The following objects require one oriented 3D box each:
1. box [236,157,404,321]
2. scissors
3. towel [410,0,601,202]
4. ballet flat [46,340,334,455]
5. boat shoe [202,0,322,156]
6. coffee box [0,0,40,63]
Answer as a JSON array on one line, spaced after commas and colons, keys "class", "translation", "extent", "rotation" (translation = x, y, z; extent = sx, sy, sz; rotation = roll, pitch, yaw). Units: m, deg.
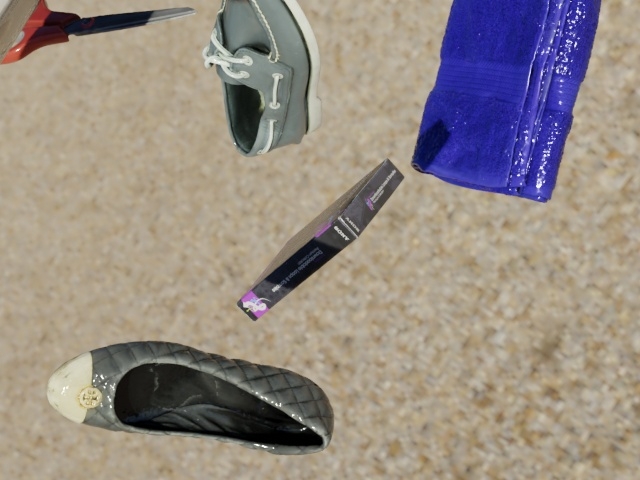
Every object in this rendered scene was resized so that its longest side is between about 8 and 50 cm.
[{"class": "box", "translation": [0.000, 0.000, 1.329], "extent": [0.162, 0.029, 0.116], "rotation": [-41, 7, 40]}, {"class": "scissors", "translation": [-0.263, -0.218, 1.525], "extent": [0.297, 0.021, 0.109], "rotation": [13, 57, 36]}, {"class": "towel", "translation": [0.221, -0.213, 1.757], "extent": [0.227, 0.076, 0.308], "rotation": [16, 92, 46]}, {"class": "ballet flat", "translation": [-0.074, 0.094, 0.852], "extent": [0.049, 0.173, 0.057], "rotation": [-119, 37, -69]}, {"class": "boat shoe", "translation": [-0.067, -0.186, 1.506], "extent": [0.099, 0.319, 0.116], "rotation": [-33, 66, -10]}, {"class": "coffee box", "translation": [-0.321, -0.146, 1.150], "extent": [0.246, 0.098, 0.141], "rotation": [-59, 7, -8]}]
